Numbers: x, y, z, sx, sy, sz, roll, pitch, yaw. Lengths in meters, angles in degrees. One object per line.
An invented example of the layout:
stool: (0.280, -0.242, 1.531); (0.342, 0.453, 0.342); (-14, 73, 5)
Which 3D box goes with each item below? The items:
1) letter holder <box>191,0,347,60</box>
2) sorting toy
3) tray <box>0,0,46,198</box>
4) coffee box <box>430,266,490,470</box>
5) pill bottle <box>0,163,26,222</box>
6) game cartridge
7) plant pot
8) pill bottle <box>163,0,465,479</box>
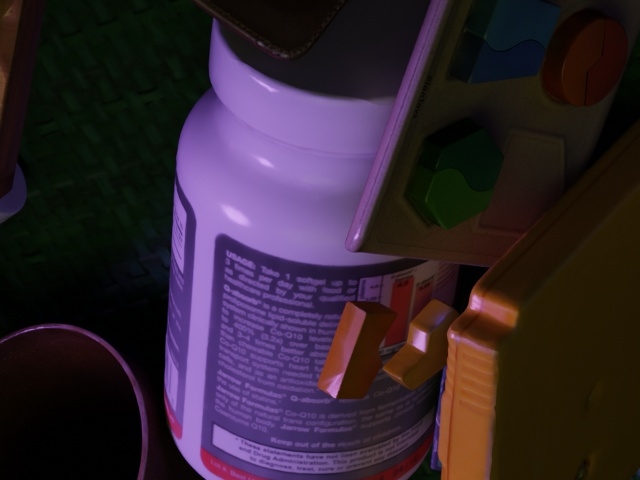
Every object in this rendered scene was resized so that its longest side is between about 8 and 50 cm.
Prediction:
letter holder: (-0.048, -0.271, 1.139); (0.302, 0.214, 0.152); (41, 168, -16)
sorting toy: (0.109, -0.036, 1.259); (0.041, 0.229, 0.307); (29, 105, 38)
tray: (-0.364, -0.163, 1.110); (0.411, 0.076, 0.202); (13, 102, 2)
coffee box: (0.120, 0.071, 1.421); (0.040, 0.184, 0.113); (12, 131, 9)
pill bottle: (-0.298, -0.021, 1.524); (0.137, 0.078, 0.078); (-28, 116, 32)
game cartridge: (0.170, 0.100, 1.375); (0.053, 0.285, 0.323); (22, 134, 27)
plant pot: (-0.164, 0.200, 1.575); (0.215, 0.215, 0.230); (-16, 155, 25)
pill bottle: (0.000, 0.000, 1.378); (0.210, 0.210, 0.363); (11, 130, 5)
